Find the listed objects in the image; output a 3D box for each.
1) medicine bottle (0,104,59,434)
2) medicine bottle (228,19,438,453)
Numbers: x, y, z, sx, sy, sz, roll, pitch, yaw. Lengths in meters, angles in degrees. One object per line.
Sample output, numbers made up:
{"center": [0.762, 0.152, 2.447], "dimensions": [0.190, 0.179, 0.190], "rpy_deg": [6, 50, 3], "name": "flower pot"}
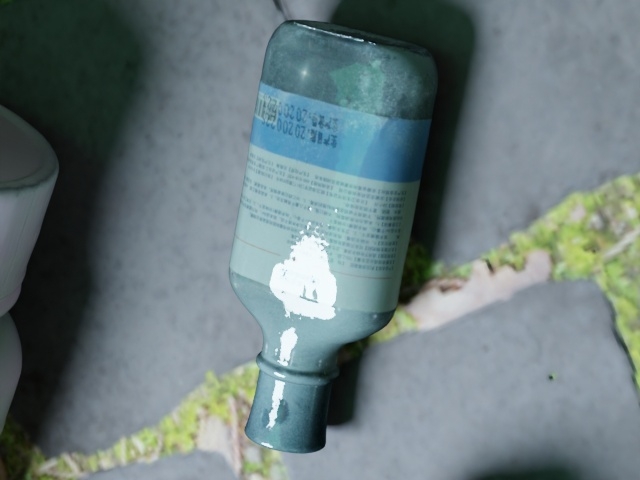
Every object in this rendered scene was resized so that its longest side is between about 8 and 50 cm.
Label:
{"center": [-0.282, 0.102, 1.027], "dimensions": [0.213, 0.213, 0.379], "rpy_deg": [30, 109, 24], "name": "medicine bottle"}
{"center": [0.000, 0.000, 0.941], "dimensions": [0.090, 0.053, 0.208], "rpy_deg": [17, 105, 26], "name": "medicine bottle"}
